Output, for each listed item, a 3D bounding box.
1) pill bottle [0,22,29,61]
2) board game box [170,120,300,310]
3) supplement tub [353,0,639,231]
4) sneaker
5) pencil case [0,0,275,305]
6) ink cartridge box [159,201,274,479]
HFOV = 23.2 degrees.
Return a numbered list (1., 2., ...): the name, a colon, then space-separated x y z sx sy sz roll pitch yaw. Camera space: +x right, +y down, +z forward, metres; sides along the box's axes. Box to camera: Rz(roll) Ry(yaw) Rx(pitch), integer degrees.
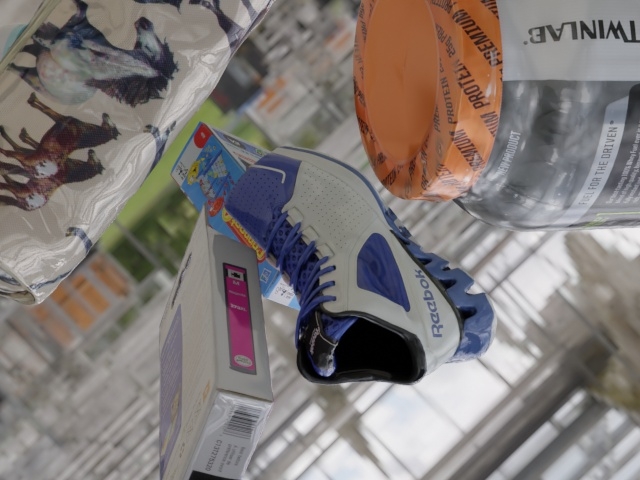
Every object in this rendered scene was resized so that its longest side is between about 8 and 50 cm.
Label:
1. pill bottle: -0.285 -0.207 1.993 0.264 0.146 0.146 1 -159 17
2. board game box: 0.000 0.000 1.982 0.086 0.308 0.302 -56 -141 14
3. supplement tub: 0.192 -0.103 0.941 0.316 0.194 0.193 -3 167 -22
4. sneaker: 0.016 0.039 1.591 0.182 0.315 0.127 -34 157 -49
5. pencil case: -0.200 -0.135 1.319 0.410 0.183 0.160 -55 -160 -14
6. ink cartridge box: -0.115 0.124 1.596 0.371 0.069 0.176 -104 -148 -59
